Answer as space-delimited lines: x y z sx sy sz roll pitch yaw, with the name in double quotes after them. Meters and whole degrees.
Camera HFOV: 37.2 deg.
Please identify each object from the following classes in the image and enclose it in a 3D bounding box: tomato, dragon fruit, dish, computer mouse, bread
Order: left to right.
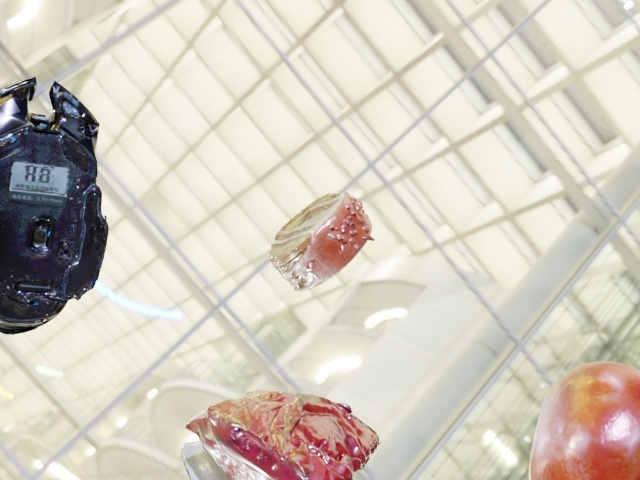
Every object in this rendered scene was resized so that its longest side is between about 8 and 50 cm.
-0.274 -0.030 0.879 0.077 0.147 0.241 26 -74 59 "computer mouse"
-0.117 0.462 1.753 0.316 0.106 0.316 50 1 -1 "dish"
-0.023 0.351 1.457 0.330 0.302 0.240 177 -95 -73 "dragon fruit"
0.000 0.000 1.360 0.073 0.160 0.160 51 -29 -15 "bread"
0.278 0.212 0.934 0.151 0.187 0.187 30 -30 52 "tomato"
